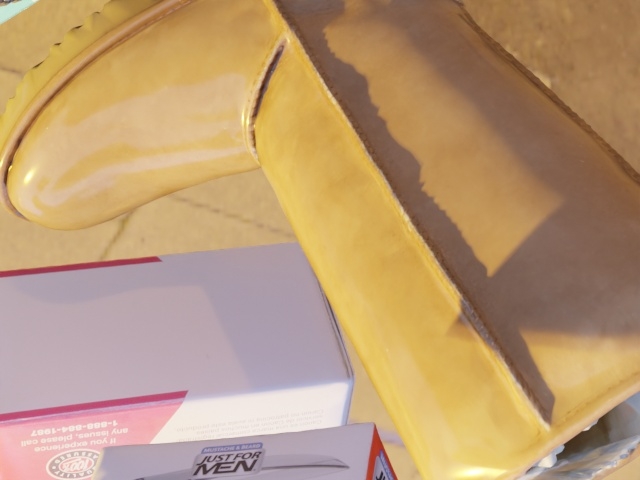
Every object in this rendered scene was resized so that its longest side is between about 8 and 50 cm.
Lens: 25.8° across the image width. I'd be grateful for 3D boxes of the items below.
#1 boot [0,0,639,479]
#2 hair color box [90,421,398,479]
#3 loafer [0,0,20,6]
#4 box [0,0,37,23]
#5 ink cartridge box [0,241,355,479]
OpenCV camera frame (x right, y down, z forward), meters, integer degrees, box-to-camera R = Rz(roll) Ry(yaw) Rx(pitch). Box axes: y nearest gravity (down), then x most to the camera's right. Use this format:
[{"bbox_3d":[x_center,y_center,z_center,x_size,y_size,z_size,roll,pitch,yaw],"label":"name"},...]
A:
[{"bbox_3d":[0.000,0.000,0.557,0.236,0.269,0.089,-39,151,14],"label":"boot"},{"bbox_3d":[-0.031,0.131,0.378,0.093,0.167,0.053,-8,131,18],"label":"hair color box"},{"bbox_3d":[-0.213,-0.181,0.700,0.094,0.087,0.251,-24,172,14],"label":"loafer"},{"bbox_3d":[-0.185,-0.214,0.890,0.244,0.060,0.100,-25,124,27],"label":"box"},{"bbox_3d":[-0.105,0.146,0.881,0.207,0.117,0.283,-6,137,-14],"label":"ink cartridge box"}]
